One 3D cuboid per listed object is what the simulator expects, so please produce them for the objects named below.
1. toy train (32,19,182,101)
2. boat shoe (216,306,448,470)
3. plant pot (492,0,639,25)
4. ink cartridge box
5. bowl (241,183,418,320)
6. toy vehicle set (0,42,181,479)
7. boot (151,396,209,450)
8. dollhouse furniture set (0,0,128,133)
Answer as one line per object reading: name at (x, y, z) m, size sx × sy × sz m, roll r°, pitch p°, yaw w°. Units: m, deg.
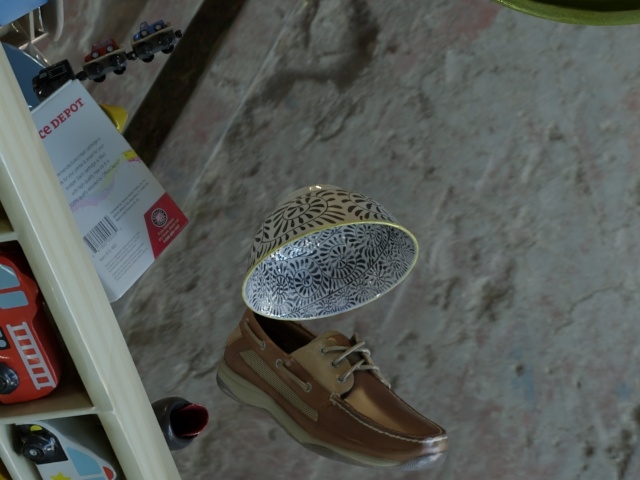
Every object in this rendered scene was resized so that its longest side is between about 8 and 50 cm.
toy train at (-0.214, -0.182, 1.118) m, size 0.158 × 0.027 × 0.036 m, roll -24°, pitch 77°, yaw -7°
boat shoe at (0.007, 0.161, 1.262) m, size 0.123 × 0.324 × 0.116 m, roll -2°, pitch 108°, yaw -51°
plant pot at (0.211, -0.364, 0.884) m, size 0.367 × 0.353 × 0.366 m, roll 1°, pitch 104°, yaw 6°
ink cartridge box at (-0.224, -0.040, 1.027) m, size 0.175 × 0.072 × 0.127 m, roll 53°, pitch 44°, yaw -16°
bowl at (0.000, 0.000, 1.055) m, size 0.170 × 0.170 × 0.080 m, roll -5°, pitch 57°, yaw -20°
toy vehicle set at (-0.170, 0.034, 0.440) m, size 0.166 × 0.035 × 0.266 m, roll -9°, pitch 124°, yaw 10°
boot at (-0.214, 0.241, 1.389) m, size 0.176 × 0.244 × 0.088 m, roll -12°, pitch 79°, yaw 3°
dollhouse furniture set at (-0.332, -0.161, 1.384) m, size 0.303 × 0.286 × 0.198 m, roll 40°, pitch 57°, yaw 18°
